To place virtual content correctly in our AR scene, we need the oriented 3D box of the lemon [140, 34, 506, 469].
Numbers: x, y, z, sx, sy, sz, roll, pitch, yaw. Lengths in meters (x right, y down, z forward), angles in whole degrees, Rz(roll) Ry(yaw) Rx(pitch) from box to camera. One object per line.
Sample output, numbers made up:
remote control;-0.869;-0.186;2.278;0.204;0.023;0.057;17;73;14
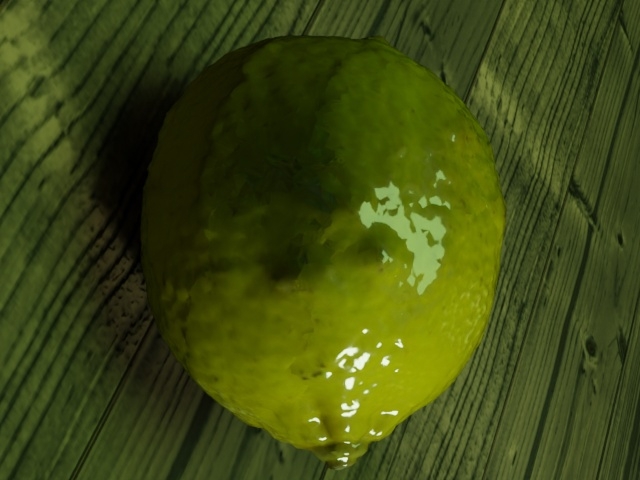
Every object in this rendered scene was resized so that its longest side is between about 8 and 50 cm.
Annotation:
lemon;0.000;0.000;1.043;0.268;0.268;0.321;39;51;-48
